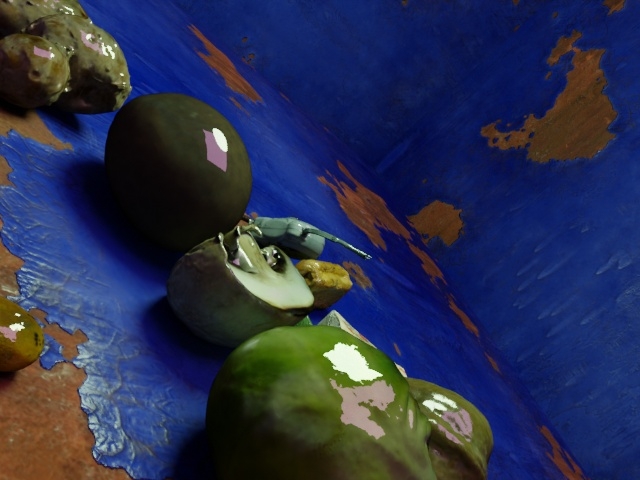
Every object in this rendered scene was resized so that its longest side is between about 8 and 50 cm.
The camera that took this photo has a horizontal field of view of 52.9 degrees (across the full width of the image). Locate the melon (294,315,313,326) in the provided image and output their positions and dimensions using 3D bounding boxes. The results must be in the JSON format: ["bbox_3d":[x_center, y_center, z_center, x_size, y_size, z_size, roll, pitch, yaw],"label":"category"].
[{"bbox_3d":[0.007,0.247,1.310,0.262,0.053,0.114,57,-1,17],"label":"melon"}]

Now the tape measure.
[{"bbox_3d":[0.000,-0.001,1.452,0.330,0.084,0.164,5,-13,35],"label":"tape measure"}]

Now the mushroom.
[{"bbox_3d":[-0.136,0.092,1.051,0.190,0.164,0.267,53,13,3],"label":"mushroom"}]

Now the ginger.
[{"bbox_3d":[-0.493,-0.365,1.184,0.256,0.176,0.375,11,37,-40],"label":"ginger"}]

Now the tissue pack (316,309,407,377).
[{"bbox_3d":[0.048,0.245,1.179,0.196,0.148,0.092,41,10,-22],"label":"tissue pack"}]

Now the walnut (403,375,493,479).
[{"bbox_3d":[0.140,0.338,1.049,0.282,0.227,0.283,28,-30,18],"label":"walnut"}]

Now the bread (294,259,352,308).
[{"bbox_3d":[-0.009,0.101,1.462,0.083,0.114,0.211,52,14,23],"label":"bread"}]

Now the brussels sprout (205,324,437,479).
[{"bbox_3d":[0.008,0.257,0.825,0.344,0.268,0.344,46,-1,1],"label":"brussels sprout"}]

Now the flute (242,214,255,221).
[{"bbox_3d":[-0.177,-0.053,1.558,0.269,0.014,0.014,27,26,-53],"label":"flute"}]

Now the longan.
[{"bbox_3d":[-0.243,-0.114,1.129,0.300,0.243,0.300,162,-90,-85],"label":"longan"}]

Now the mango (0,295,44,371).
[{"bbox_3d":[-0.348,0.094,0.680,0.114,0.057,0.079,34,24,-18],"label":"mango"}]
